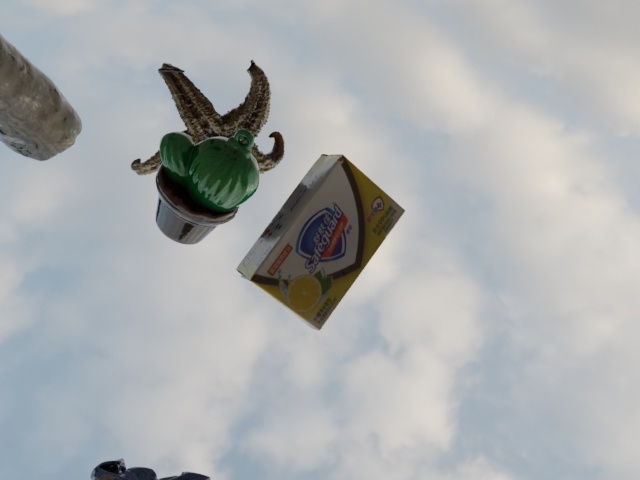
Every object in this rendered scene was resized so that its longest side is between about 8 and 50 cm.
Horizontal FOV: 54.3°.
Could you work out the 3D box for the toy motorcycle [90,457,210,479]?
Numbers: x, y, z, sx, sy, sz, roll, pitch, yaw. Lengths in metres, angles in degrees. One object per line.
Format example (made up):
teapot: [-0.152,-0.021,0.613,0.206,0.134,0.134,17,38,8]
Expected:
toy motorcycle: [-0.273,0.379,0.919,0.205,0.076,0.114,6,-139,3]

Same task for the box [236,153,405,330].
box: [0.000,0.000,1.079,0.265,0.168,0.097,-53,-155,-7]

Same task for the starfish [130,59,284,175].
starfish: [-0.219,-0.207,1.207,0.312,0.303,0.113,-23,-136,7]

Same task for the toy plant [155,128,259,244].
toy plant: [-0.160,-0.085,0.848,0.143,0.200,0.105,34,-148,-3]

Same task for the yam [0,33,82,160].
yam: [-0.230,-0.140,0.362,0.061,0.252,0.061,-7,-120,11]
